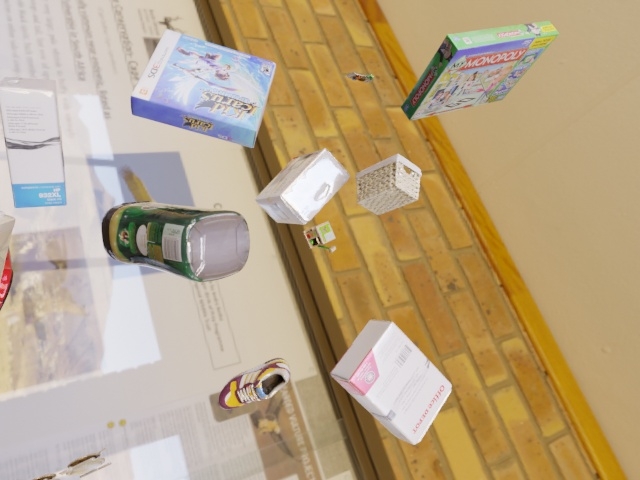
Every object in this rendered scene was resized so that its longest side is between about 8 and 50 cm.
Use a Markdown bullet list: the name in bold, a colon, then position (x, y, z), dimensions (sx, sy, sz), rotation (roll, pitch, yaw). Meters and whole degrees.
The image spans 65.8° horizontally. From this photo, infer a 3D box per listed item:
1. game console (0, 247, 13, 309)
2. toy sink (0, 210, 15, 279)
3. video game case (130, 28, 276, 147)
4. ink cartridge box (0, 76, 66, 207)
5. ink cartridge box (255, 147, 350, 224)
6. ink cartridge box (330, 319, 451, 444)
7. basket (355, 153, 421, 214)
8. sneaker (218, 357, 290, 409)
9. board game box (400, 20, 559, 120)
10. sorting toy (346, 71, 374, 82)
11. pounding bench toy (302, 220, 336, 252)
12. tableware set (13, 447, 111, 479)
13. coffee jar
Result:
- **game console**: position (-0.952, 0.170, 1.381), dimensions (0.386, 0.060, 0.341), rotation (35, -77, 49)
- **toy sink**: position (-0.582, 0.003, 0.759), dimensions (0.131, 0.153, 0.234), rotation (-123, -130, -75)
- **video game case**: position (-0.255, -0.348, 1.123), dimensions (0.061, 0.270, 0.244), rotation (116, -14, -55)
- **ink cartridge box**: position (-0.773, -0.270, 1.345), dimensions (0.223, 0.129, 0.307), rotation (-136, -133, -55)
- **ink cartridge box**: position (-0.069, -0.175, 1.650), dimensions (0.131, 0.226, 0.306), rotation (46, -14, -16)
- **ink cartridge box**: position (0.200, 0.390, 1.377), dimensions (0.283, 0.207, 0.117), rotation (47, -23, -15)
- **basket**: position (0.193, -0.155, 1.425), dimensions (0.167, 0.113, 0.103), rotation (-22, -128, 44)
- **sneaker**: position (-0.154, 0.335, 1.125), dimensions (0.069, 0.186, 0.084), rotation (57, 1, -12)
- **board game box**: position (0.357, -0.383, 1.120), dimensions (0.046, 0.317, 0.213), rotation (62, -28, 17)
- **sorting toy**: position (0.113, -0.445, 1.355), dimensions (0.083, 0.062, 0.012), rotation (-154, -105, -69)
- **pounding bench toy**: position (0.000, 0.000, 1.347), dimensions (0.065, 0.052, 0.083), rotation (-21, -86, 46)
- **tableware set**: position (-0.623, 0.557, 1.192), dimensions (0.128, 0.194, 0.039), rotation (94, -29, -60)
- **coffee jar**: position (-0.179, -0.003, 0.595), dimensions (0.184, 0.096, 0.079), rotation (9, -77, 38)
